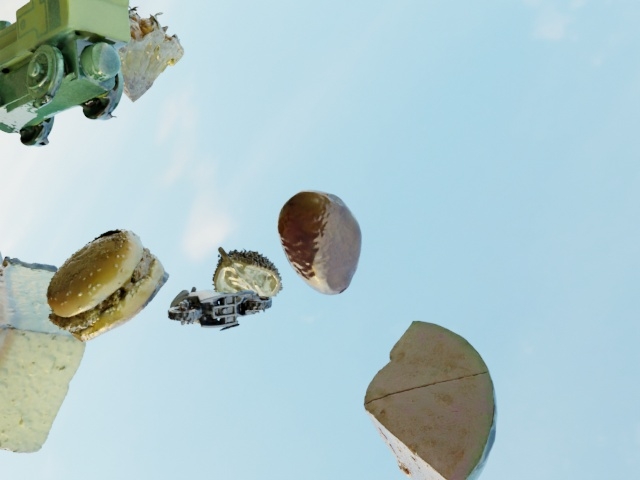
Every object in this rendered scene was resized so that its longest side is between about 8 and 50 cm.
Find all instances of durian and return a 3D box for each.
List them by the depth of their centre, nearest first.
[{"bbox_3d":[-0.171,0.065,1.811,0.148,0.188,0.091,-28,-139,18],"label":"durian"}]

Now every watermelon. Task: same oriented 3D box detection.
[{"bbox_3d":[0.255,0.372,1.665,0.319,0.222,0.292,22,-125,40],"label":"watermelon"}]

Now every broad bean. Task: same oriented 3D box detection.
[{"bbox_3d":[0.000,0.000,1.120,0.084,0.114,0.165,-104,-174,-52],"label":"broad bean"}]

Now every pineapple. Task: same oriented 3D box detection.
[{"bbox_3d":[-0.388,-0.388,1.691,0.114,0.236,0.186,44,-64,32],"label":"pineapple"}]

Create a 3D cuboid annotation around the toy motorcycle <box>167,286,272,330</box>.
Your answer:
[{"bbox_3d":[-0.209,0.135,1.628,0.122,0.215,0.080,17,-70,60],"label":"toy motorcycle"}]

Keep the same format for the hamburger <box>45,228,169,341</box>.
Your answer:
[{"bbox_3d":[-0.346,0.070,1.272,0.191,0.118,0.182,-36,-161,3],"label":"hamburger"}]

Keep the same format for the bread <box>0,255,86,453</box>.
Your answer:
[{"bbox_3d":[-0.609,0.178,1.442,0.405,0.346,0.242,33,-81,55],"label":"bread"}]

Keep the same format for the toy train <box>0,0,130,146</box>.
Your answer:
[{"bbox_3d":[-0.452,-0.292,1.302,0.369,0.150,0.237,-11,-99,39],"label":"toy train"}]

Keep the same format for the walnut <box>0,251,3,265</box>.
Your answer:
[{"bbox_3d":[-0.941,0.114,1.981,0.398,0.308,0.354,42,-76,36],"label":"walnut"}]
